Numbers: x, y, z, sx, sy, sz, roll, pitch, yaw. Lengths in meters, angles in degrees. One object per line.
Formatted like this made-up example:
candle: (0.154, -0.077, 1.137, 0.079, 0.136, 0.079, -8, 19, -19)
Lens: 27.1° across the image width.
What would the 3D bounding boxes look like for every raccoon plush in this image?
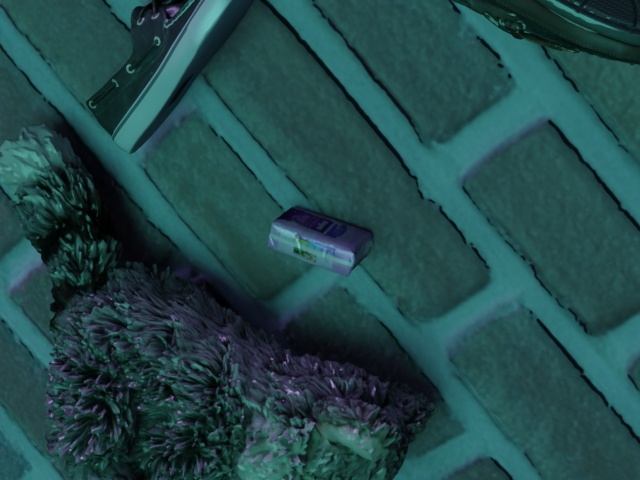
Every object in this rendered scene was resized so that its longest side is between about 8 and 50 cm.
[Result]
raccoon plush: (-0.099, 0.076, 1.179, 0.299, 0.216, 0.446, -20, 104, 23)

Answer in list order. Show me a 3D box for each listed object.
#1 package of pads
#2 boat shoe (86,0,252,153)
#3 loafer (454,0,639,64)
package of pads: (0.000, 0.000, 1.175, 0.083, 0.050, 0.032, 20, 116, 15)
boat shoe: (-0.135, -0.171, 1.144, 0.076, 0.080, 0.228, 42, 131, -1)
loafer: (0.140, -0.203, 1.002, 0.268, 0.096, 0.084, 34, 143, 15)
